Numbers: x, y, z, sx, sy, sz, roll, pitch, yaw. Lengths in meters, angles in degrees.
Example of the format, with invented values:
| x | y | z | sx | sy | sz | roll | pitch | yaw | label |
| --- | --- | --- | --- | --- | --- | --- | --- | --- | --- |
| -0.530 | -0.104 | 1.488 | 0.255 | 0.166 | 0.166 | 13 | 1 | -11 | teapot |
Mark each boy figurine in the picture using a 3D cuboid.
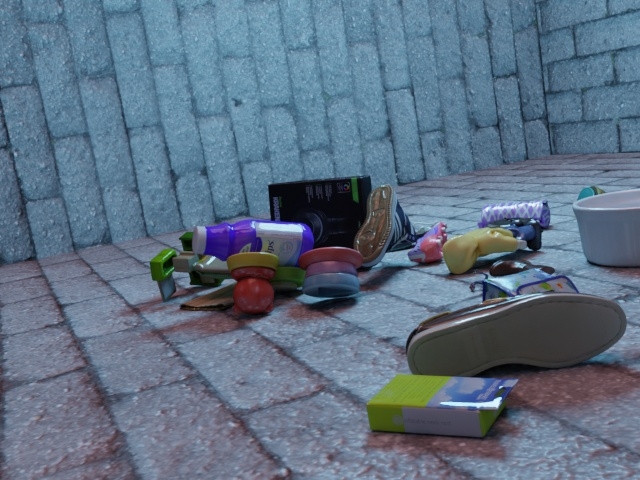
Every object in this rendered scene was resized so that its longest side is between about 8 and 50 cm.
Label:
| x | y | z | sx | sy | sz | roll | pitch | yaw | label |
| --- | --- | --- | --- | --- | --- | --- | --- | --- | --- |
| 0.421 | 0.011 | 1.902 | 0.285 | 0.092 | 0.177 | -16 | 12 | -34 | boy figurine |

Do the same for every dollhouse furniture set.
| x | y | z | sx | sy | sz | roll | pitch | yaw | label |
| --- | --- | --- | --- | --- | --- | --- | --- | --- | --- |
| -0.266 | 0.087 | 2.047 | 0.301 | 0.151 | 0.197 | 1 | 27 | 24 | dollhouse furniture set |

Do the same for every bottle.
| x | y | z | sx | sy | sz | roll | pitch | yaw | label |
| --- | --- | --- | --- | --- | --- | --- | --- | --- | --- |
| -0.163 | 0.007 | 1.861 | 0.283 | 0.118 | 0.092 | 4 | 37 | -21 | bottle |

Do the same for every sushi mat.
| x | y | z | sx | sy | sz | roll | pitch | yaw | label |
| --- | --- | --- | --- | --- | --- | --- | --- | --- | --- |
| -0.214 | 0.129 | 2.019 | 0.151 | 0.019 | 0.316 | -2 | 11 | 32 | sushi mat |

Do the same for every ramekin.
| x | y | z | sx | sy | sz | roll | pitch | yaw | label |
| --- | --- | --- | --- | --- | --- | --- | --- | --- | --- |
| 0.715 | -0.032 | 1.736 | 0.277 | 0.135 | 0.277 | -8 | 9 | 1 | ramekin |

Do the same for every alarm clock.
| x | y | z | sx | sy | sz | roll | pitch | yaw | label |
| --- | --- | --- | --- | --- | --- | --- | --- | --- | --- |
| 0.506 | -0.025 | 2.147 | 0.192 | 0.064 | 0.129 | -12 | 9 | -2 | alarm clock |

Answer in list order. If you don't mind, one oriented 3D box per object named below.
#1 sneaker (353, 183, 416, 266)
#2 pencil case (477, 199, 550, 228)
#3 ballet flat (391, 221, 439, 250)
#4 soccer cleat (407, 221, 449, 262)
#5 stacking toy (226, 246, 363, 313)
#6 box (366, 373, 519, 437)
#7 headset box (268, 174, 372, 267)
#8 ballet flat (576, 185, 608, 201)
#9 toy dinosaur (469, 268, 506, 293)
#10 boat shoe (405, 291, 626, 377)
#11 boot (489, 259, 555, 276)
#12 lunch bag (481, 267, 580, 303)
| x | y | z | sx | sy | sz | roll | pitch | yaw | label |
| --- | --- | --- | --- | --- | --- | --- | --- | --- | --- |
| 0.170 | -0.001 | 1.973 | 0.099 | 0.153 | 0.282 | -13 | 37 | 26 | sneaker |
| 0.577 | -0.069 | 2.290 | 0.206 | 0.086 | 0.088 | -4 | 37 | 34 | pencil case |
| 0.269 | -0.017 | 2.292 | 0.203 | 0.074 | 0.074 | -11 | 9 | -9 | ballet flat |
| 0.298 | 0.006 | 2.104 | 0.095 | 0.083 | 0.248 | -11 | 11 | 17 | soccer cleat |
| -0.047 | 0.116 | 1.822 | 0.309 | 0.130 | 0.279 | -5 | -17 | 9 | stacking toy |
| 0.164 | 0.216 | 1.024 | 0.178 | 0.042 | 0.109 | -4 | 11 | 30 | box |
| 0.019 | -0.046 | 2.116 | 0.283 | 0.246 | 0.131 | -3 | 7 | 15 | headset box |
| 0.761 | -0.070 | 2.060 | 0.123 | 0.123 | 0.348 | -7 | 9 | 11 | ballet flat |
| 0.361 | 0.098 | 1.651 | 0.090 | 0.047 | 0.082 | 23 | -16 | -25 | toy dinosaur |
| 0.289 | 0.138 | 1.176 | 0.324 | 0.116 | 0.097 | -14 | 12 | 6 | boat shoe |
| 0.445 | 0.068 | 1.709 | 0.106 | 0.037 | 0.114 | -14 | 15 | -16 | boot |
| 0.371 | 0.112 | 1.339 | 0.129 | 0.096 | 0.151 | -11 | 23 | -25 | lunch bag |
